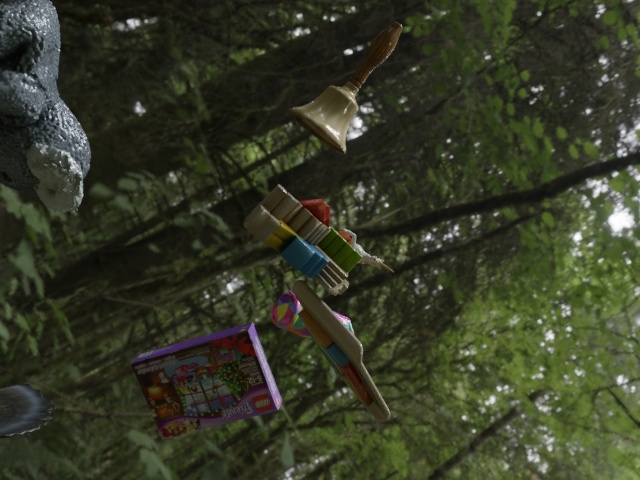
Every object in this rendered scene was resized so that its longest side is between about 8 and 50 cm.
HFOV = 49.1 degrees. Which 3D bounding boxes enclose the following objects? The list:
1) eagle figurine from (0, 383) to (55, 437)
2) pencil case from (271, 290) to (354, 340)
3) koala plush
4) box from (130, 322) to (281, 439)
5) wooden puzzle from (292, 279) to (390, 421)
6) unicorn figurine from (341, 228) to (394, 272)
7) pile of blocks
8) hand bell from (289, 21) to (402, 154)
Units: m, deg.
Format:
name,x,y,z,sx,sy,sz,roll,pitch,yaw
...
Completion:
name,x,y,z,sx,sy,sz,roll,pitch,yaw
eagle figurine,-0.569,0.234,1.007,0.226,0.225,0.298,25,-26,50
pencil case,-0.018,0.214,1.848,0.236,0.104,0.104,28,0,-39
koala plush,-0.340,-0.139,0.789,0.221,0.203,0.196,60,-8,-26
box,-0.258,0.322,1.593,0.057,0.293,0.201,-65,136,-73
wooden puzzle,0.032,0.210,1.294,0.221,0.044,0.238,45,-17,43
unicorn figurine,0.055,0.032,1.441,0.111,0.162,0.060,53,28,-42
pile of blocks,0.000,0.000,1.238,0.149,0.112,0.362,46,6,26
hand bell,0.067,-0.286,1.244,0.126,0.242,0.126,38,-1,1
